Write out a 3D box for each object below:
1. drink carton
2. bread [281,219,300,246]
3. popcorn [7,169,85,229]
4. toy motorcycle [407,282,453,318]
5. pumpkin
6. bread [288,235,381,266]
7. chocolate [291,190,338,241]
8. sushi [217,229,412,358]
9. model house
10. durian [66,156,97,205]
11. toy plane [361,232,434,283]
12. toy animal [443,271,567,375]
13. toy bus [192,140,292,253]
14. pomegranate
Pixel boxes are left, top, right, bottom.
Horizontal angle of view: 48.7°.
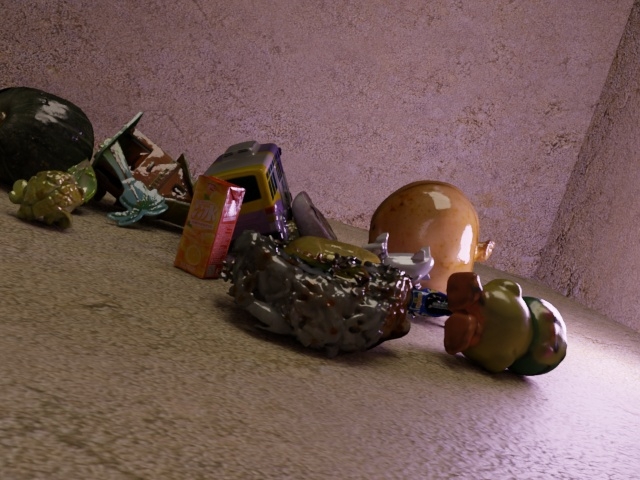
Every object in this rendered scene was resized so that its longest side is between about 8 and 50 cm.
[{"bbox_3d":[-0.255,-0.030,1.625,0.096,0.223,0.071,21,9,27],"label":"drink carton"},{"bbox_3d":[-0.184,-0.041,2.280,0.267,0.130,0.152,19,9,17],"label":"bread"},{"bbox_3d":[-0.622,-0.102,1.631,0.162,0.136,0.141,32,32,12],"label":"popcorn"},{"bbox_3d":[0.313,0.175,1.958,0.168,0.113,0.315,10,-4,11],"label":"toy motorcycle"},{"bbox_3d":[-0.806,-0.279,1.972,0.327,0.292,0.257,9,-20,31],"label":"pumpkin"},{"bbox_3d":[0.024,0.081,1.791,0.269,0.148,0.270,14,8,-2],"label":"bread"},{"bbox_3d":[0.000,0.000,2.072,0.303,0.100,0.185,60,8,-8],"label":"chocolate"},{"bbox_3d":[-0.013,0.095,1.453,0.417,0.176,0.417,18,7,-2],"label":"sushi"},{"bbox_3d":[-0.539,-0.121,2.067,0.323,0.340,0.300,39,-37,-10],"label":"model house"},{"bbox_3d":[-0.662,-0.136,1.864,0.086,0.100,0.215,-4,33,23],"label":"durian"},{"bbox_3d":[0.191,0.075,1.956,0.244,0.245,0.117,16,45,-14],"label":"toy plane"},{"bbox_3d":[0.418,0.206,1.647,0.338,0.216,0.191,18,-20,-26],"label":"toy animal"},{"bbox_3d":[-0.209,-0.134,2.000,0.209,0.249,0.440,-12,16,6],"label":"toy bus"},{"bbox_3d":[0.348,0.002,2.245,0.411,0.412,0.411,18,7,-2],"label":"pomegranate"}]
